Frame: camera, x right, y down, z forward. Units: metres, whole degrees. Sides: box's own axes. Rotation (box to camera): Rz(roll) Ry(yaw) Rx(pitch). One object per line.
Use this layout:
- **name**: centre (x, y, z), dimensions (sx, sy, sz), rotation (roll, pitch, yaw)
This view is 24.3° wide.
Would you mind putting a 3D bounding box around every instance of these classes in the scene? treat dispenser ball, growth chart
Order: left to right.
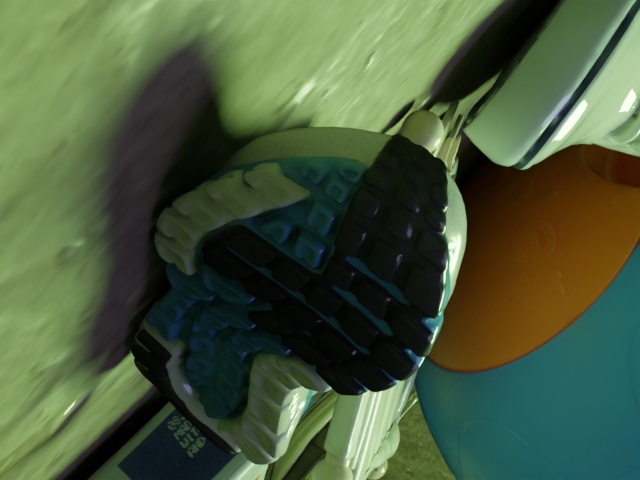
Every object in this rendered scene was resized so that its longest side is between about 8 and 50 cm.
- **growth chart**: centre (0.036, 0.030, 0.649), dimensions (0.237, 0.021, 0.172), rotation (34, 70, -81)
- **treat dispenser ball**: centre (0.196, 0.055, 0.864), dimensions (0.288, 0.288, 0.288), rotation (-46, 172, -8)

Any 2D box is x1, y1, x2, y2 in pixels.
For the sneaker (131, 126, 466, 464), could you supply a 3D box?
- **sneaker**: centre (0.000, 0.000, 0.408), dimensions (0.083, 0.071, 0.190), rotation (-50, -178, -23)

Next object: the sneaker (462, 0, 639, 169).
- **sneaker**: centre (0.144, -0.075, 0.653), dimensions (0.094, 0.091, 0.258), rotation (-53, 171, 31)

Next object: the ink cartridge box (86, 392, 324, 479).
- **ink cartridge box**: centre (-0.098, 0.145, 0.642), dimensions (0.223, 0.045, 0.224), rotation (-44, 172, -23)

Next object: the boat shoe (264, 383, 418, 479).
- **boat shoe**: centre (-0.011, 0.240, 1.262), dimensions (0.355, 0.130, 0.132), rotation (-45, 172, -10)
